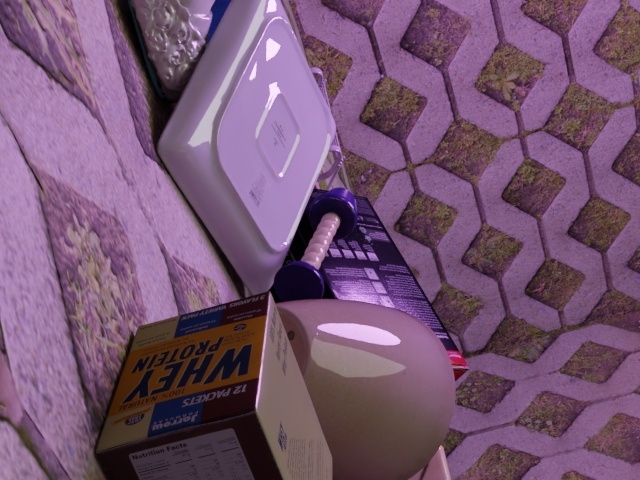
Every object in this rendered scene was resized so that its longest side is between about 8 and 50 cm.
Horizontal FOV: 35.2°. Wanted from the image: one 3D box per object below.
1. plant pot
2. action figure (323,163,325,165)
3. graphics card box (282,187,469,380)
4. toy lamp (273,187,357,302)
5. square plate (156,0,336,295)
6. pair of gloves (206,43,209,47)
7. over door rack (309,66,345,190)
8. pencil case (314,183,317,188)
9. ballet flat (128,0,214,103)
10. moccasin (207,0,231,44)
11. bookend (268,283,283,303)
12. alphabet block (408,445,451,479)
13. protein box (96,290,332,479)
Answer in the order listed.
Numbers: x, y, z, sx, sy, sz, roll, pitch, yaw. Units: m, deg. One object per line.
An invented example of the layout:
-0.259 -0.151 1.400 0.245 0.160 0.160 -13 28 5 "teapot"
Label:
-0.001 0.177 1.281 0.274 0.257 0.256 30 42 -55 "plant pot"
-0.074 -0.203 1.920 0.185 0.099 0.285 59 6 -22 "action figure"
0.053 0.077 1.596 0.233 0.094 0.370 6 46 -44 "graphics card box"
0.000 0.000 1.473 0.274 0.080 0.080 -60 136 -59 "toy lamp"
-0.076 -0.145 1.418 0.347 0.049 0.344 61 41 -48 "square plate"
-0.118 -0.209 1.562 0.204 0.042 0.240 42 -18 49 "pair of gloves"
-0.034 -0.171 2.155 0.324 0.108 0.239 100 -18 -54 "over door rack"
-0.043 -0.020 1.825 0.095 0.098 0.209 66 11 -47 "pencil case"
-0.201 -0.378 1.278 0.147 0.147 0.408 -79 153 -75 "ballet flat"
-0.177 -0.385 1.602 0.342 0.138 0.116 94 -21 -68 "moccasin"
-0.026 0.168 1.634 0.156 0.072 0.157 -98 170 -49 "bookend"
0.128 0.464 1.623 0.193 0.193 0.197 82 -2 -59 "alphabet block"
-0.082 0.191 0.900 0.199 0.136 0.201 -89 162 -65 "protein box"
